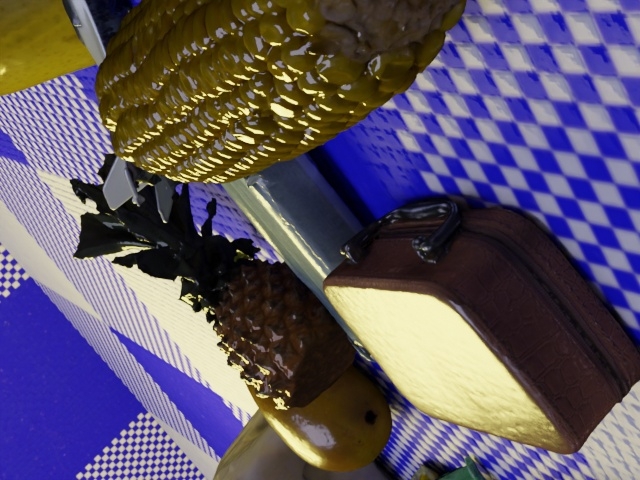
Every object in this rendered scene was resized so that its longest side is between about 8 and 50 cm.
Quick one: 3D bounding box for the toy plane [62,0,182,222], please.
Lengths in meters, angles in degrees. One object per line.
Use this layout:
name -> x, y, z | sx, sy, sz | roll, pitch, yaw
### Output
toy plane -> -0.127, -0.113, 0.719 | 0.160, 0.082, 0.234 | -91, -1, -48

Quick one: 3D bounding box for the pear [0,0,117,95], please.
pear -> -0.277, -0.187, 0.759 | 0.267, 0.178, 0.267 | 35, 159, 16

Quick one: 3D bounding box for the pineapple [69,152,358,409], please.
pineapple -> -0.099, 0.031, 0.890 | 0.277, 0.130, 0.119 | 38, 164, 26

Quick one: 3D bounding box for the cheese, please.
cheese -> -0.022, 0.300, 1.239 | 0.251, 0.174, 0.248 | 46, 161, -18

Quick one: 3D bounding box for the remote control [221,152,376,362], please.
remote control -> 0.000, 0.000, 0.745 | 0.247, 0.052, 0.104 | 51, 165, -20

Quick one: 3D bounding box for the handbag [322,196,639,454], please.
handbag -> 0.086, 0.048, 0.629 | 0.151, 0.072, 0.193 | 50, 163, -13

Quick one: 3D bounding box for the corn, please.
corn -> -0.040, -0.092, 0.530 | 0.119, 0.119, 0.322 | 50, 161, -14

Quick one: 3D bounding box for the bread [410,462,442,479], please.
bread -> 0.112, 0.284, 1.043 | 0.094, 0.083, 0.157 | 39, 169, 18

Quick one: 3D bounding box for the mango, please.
mango -> -0.014, 0.153, 1.031 | 0.136, 0.099, 0.227 | 48, 171, -28

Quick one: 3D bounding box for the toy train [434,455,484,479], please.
toy train -> 0.151, 0.277, 0.952 | 0.149, 0.099, 0.081 | 54, -171, -39
